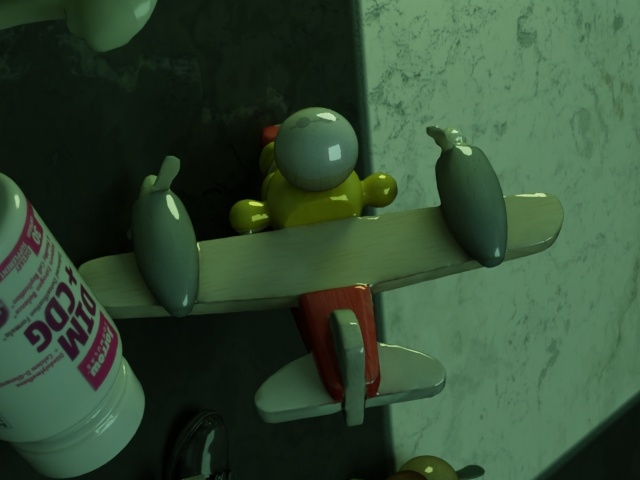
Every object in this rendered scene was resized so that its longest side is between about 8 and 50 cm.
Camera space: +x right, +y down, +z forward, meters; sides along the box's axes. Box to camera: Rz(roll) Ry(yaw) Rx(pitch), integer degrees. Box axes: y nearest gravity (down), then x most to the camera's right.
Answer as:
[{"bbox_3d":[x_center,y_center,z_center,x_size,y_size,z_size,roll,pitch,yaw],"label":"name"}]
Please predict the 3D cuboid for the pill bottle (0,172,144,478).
[{"bbox_3d":[-0.281,0.083,1.509,0.160,0.160,0.283,-57,138,-29],"label":"pill bottle"}]

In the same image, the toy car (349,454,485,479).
[{"bbox_3d":[0.138,0.344,2.164,0.188,0.155,0.148,-43,131,-56],"label":"toy car"}]

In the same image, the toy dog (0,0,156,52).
[{"bbox_3d":[-0.322,-0.356,1.258,0.408,0.285,0.395,29,74,-50],"label":"toy dog"}]

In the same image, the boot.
[{"bbox_3d":[-0.060,0.330,1.808,0.091,0.229,0.262,-12,107,-52],"label":"boot"}]

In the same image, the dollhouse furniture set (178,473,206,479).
[{"bbox_3d":[-0.189,0.361,1.757,0.129,0.129,0.183,-4,77,-53],"label":"dollhouse furniture set"}]

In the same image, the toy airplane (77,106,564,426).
[{"bbox_3d":[0.000,0.000,1.685,0.386,0.384,0.272,-39,138,-40],"label":"toy airplane"}]
